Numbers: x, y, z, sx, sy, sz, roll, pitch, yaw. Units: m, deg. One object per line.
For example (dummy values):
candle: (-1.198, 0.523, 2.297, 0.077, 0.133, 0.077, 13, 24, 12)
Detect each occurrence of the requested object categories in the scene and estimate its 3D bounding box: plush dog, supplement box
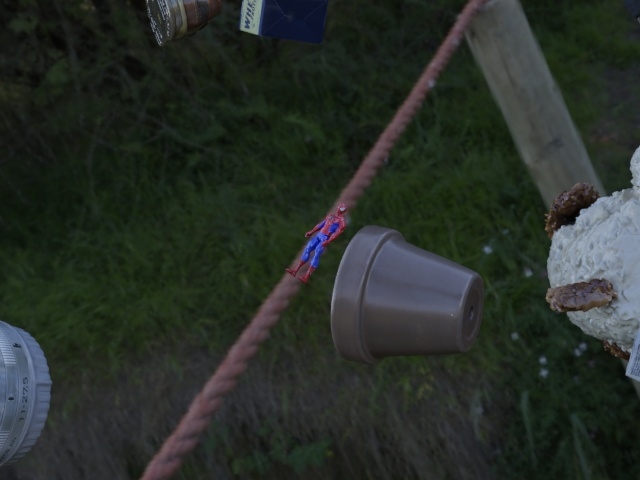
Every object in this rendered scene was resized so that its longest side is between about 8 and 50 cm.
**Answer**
plush dog: (0.322, 0.045, 1.041, 0.210, 0.262, 0.225, -20, -4, -5)
supplement box: (-0.047, -0.279, 1.179, 0.083, 0.056, 0.083, 3, 15, -24)

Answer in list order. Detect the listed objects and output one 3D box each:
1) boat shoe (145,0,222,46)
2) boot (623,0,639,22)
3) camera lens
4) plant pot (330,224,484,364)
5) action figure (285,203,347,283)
boat shoe: (-0.143, -0.238, 0.987, 0.060, 0.064, 0.178, -16, 17, -15)
boot: (0.432, -0.383, 1.103, 0.138, 0.377, 0.284, -55, 6, -16)
camera lens: (-0.521, 0.198, 1.235, 0.219, 0.219, 0.274, -17, -18, 30)
plant pot: (0.175, 0.115, 1.772, 0.229, 0.263, 0.263, 8, 27, 24)
action figure: (0.000, 0.000, 1.244, 0.038, 0.030, 0.115, 29, 80, 41)
